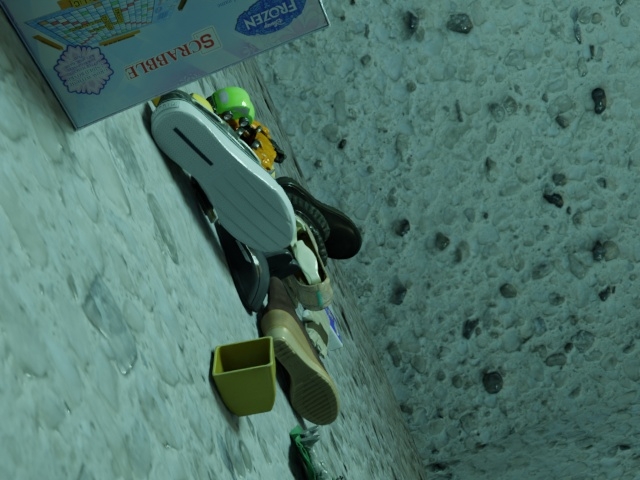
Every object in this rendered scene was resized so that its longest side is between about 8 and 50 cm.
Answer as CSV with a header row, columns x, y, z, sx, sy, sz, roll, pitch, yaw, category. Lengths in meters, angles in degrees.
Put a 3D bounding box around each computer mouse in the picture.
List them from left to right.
x,y,z,sx,sy,sz,roll,pitch,yaw,category
-0.149,-0.008,1.547,0.184,0.060,0.262,55,14,-73,computer mouse

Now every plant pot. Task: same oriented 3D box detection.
x,y,z,sx,sy,sz,roll,pitch,yaw,category
-0.098,0.192,1.195,0.081,0.081,0.083,-99,178,-67,plant pot

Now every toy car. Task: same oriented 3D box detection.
x,y,z,sx,sy,sz,roll,pitch,yaw,category
-0.199,-0.276,1.638,0.225,0.053,0.239,15,49,-47,toy car

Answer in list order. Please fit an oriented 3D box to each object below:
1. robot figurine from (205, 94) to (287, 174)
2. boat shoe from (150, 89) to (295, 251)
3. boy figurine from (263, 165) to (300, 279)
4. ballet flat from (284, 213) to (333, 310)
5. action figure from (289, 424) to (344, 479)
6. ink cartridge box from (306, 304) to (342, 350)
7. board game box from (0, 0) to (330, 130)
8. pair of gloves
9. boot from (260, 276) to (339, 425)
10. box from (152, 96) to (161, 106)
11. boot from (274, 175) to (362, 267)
x,y,z,sx,sy,sz,roll,pitch,yaw,category
-0.168,-0.204,1.802,0.211,0.085,0.291,38,13,-12,robot figurine
-0.147,-0.123,1.451,0.335,0.121,0.119,53,21,-33,boat shoe
-0.118,-0.050,1.878,0.177,0.092,0.285,57,15,-53,boy figurine
-0.052,0.015,1.977,0.316,0.108,0.106,58,-14,34,ballet flat
0.014,0.433,1.479,0.137,0.064,0.232,-97,169,-82,action figure
-0.013,0.159,2.339,0.206,0.045,0.208,-106,171,-53,ink cartridge box
-0.192,-0.316,0.926,0.066,0.319,0.318,-104,172,-56,board game box
-0.041,0.160,2.086,0.240,0.042,0.204,61,13,-21,pair of gloves
-0.036,0.207,1.663,0.207,0.090,0.248,-97,162,-62,boot
-0.275,-0.264,1.464,0.136,0.028,0.081,58,11,-51,box
-0.004,0.002,2.286,0.348,0.131,0.260,33,19,-31,boot
